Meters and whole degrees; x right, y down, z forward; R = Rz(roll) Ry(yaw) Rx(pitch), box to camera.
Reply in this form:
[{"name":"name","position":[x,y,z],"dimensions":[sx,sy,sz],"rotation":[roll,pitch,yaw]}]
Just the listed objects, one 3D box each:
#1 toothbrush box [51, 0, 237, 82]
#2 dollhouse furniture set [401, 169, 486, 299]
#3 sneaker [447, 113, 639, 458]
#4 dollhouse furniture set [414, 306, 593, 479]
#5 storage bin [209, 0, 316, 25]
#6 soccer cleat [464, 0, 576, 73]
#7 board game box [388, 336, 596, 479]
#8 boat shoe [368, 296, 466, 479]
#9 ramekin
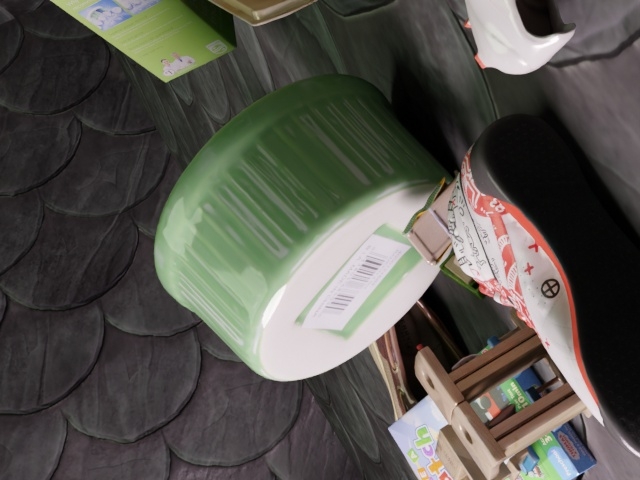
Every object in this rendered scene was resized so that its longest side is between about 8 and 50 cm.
[{"name":"toothbrush box","position":[-0.233,-0.353,1.053],"dimensions":[0.283,0.122,0.206],"rotation":[31,-136,-55]},{"name":"dollhouse furniture set","position":[0.120,-0.008,0.828],"dimensions":[0.058,0.076,0.152],"rotation":[41,177,46]},{"name":"sneaker","position":[0.188,0.042,0.688],"dimensions":[0.270,0.090,0.145],"rotation":[63,169,12]},{"name":"dollhouse furniture set","position":[0.178,0.161,0.881],"dimensions":[0.129,0.129,0.184],"rotation":[56,166,26]},{"name":"storage bin","position":[-0.093,-0.371,0.849],"dimensions":[0.260,0.123,0.262],"rotation":[45,158,54]},{"name":"soccer cleat","position":[0.104,-0.203,0.573],"dimensions":[0.196,0.068,0.076],"rotation":[62,153,-4]},{"name":"board game box","position":[0.182,0.228,0.987],"dimensions":[0.160,0.039,0.211],"rotation":[57,136,19]},{"name":"boat shoe","position":[0.156,0.208,1.106],"dimensions":[0.123,0.123,0.342],"rotation":[140,107,-79]},{"name":"ramekin","position":[0.000,0.000,0.891],"dimensions":[0.148,0.303,0.303],"rotation":[46,162,28]}]
